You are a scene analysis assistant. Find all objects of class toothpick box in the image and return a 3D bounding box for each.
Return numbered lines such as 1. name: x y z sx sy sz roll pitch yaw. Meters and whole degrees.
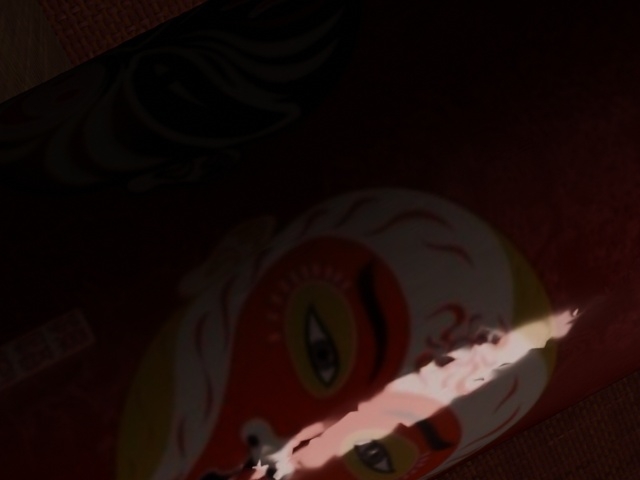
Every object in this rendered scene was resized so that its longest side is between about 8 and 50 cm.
1. toothpick box: 0.000 0.000 0.420 0.204 0.333 0.204 63 -3 7
